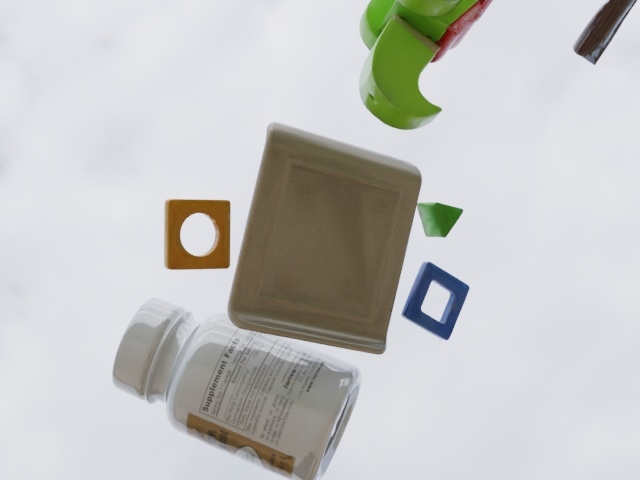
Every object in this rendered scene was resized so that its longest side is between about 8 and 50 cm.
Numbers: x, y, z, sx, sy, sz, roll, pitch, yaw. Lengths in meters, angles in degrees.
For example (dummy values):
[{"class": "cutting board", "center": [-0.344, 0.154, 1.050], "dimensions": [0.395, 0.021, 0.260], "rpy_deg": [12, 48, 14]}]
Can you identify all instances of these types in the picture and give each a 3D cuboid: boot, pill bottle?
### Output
[{"class": "boot", "center": [0.279, -0.220, 1.087], "dimensions": [0.106, 0.037, 0.114], "rpy_deg": [-27, -33, -50]}, {"class": "pill bottle", "center": [-0.085, 0.146, 1.188], "dimensions": [0.229, 0.131, 0.131], "rpy_deg": [22, -63, 11]}]

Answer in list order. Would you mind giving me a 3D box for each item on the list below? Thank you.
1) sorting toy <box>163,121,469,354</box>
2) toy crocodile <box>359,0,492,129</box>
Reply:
[{"class": "sorting toy", "center": [0.000, 0.000, 1.137], "dimensions": [0.347, 0.047, 0.196], "rpy_deg": [14, -96, -32]}, {"class": "toy crocodile", "center": [0.129, -0.248, 1.061], "dimensions": [0.105, 0.115, 0.341], "rpy_deg": [34, -116, -2]}]
